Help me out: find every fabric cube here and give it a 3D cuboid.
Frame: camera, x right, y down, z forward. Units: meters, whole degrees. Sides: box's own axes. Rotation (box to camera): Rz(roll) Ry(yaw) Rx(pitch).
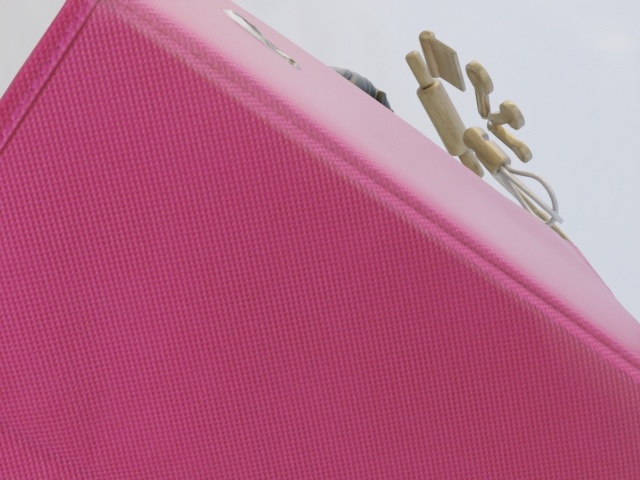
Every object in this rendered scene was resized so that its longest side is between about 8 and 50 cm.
[{"bbox_3d":[-0.039,0.062,0.485,0.259,0.258,0.254,-54,-169,10],"label":"fabric cube"}]

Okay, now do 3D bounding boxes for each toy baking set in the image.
[{"bbox_3d":[0.167,-0.094,1.219,0.256,0.030,0.197,59,-8,-28],"label":"toy baking set"}]

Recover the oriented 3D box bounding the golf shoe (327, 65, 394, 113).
[{"bbox_3d":[-0.068,0.000,0.674,0.273,0.105,0.120,-51,-147,21],"label":"golf shoe"}]
